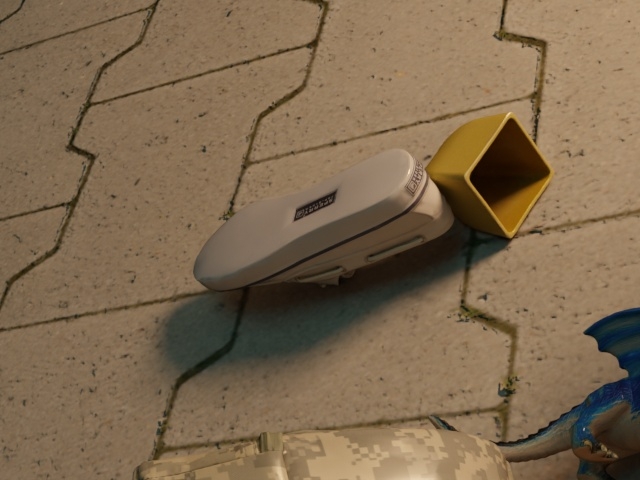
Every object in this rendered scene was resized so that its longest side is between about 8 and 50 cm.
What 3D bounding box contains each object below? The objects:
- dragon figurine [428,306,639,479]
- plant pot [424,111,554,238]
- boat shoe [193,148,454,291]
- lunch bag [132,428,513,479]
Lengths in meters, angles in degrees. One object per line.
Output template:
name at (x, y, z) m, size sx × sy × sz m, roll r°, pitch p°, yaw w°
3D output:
dragon figurine at (0.232, 0.105, 0.886) m, size 0.289 × 0.085 × 0.144 m, roll -5°, pitch 48°, yaw 31°
plant pot at (0.141, -0.060, 1.128) m, size 0.083 × 0.081 × 0.081 m, roll 8°, pitch 55°, yaw 53°
boat shoe at (0.000, 0.000, 1.161) m, size 0.267 × 0.088 × 0.096 m, roll -25°, pitch 35°, yaw 30°
lunch bag at (0.035, 0.268, 0.766) m, size 0.256 × 0.212 × 0.305 m, roll -13°, pitch 41°, yaw -3°
